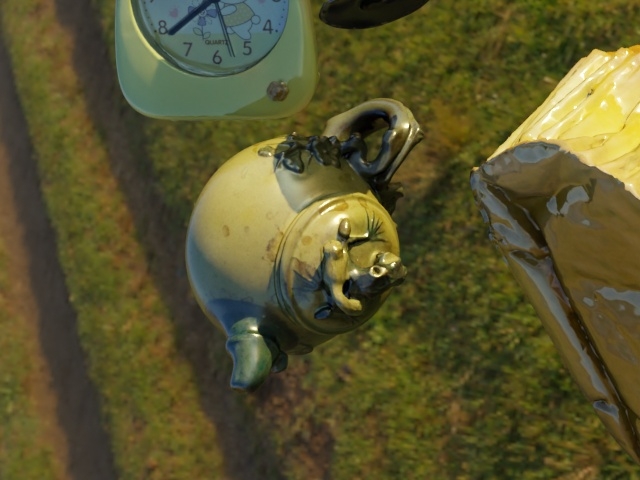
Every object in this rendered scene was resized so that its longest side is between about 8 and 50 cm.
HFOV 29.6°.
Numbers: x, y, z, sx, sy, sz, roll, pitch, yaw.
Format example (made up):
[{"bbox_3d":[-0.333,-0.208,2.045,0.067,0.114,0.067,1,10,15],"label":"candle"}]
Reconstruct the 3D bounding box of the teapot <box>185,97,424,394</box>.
[{"bbox_3d":[0.000,0.000,0.948,0.182,0.173,0.269,21,71,51],"label":"teapot"}]

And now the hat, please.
[{"bbox_3d":[0.046,-0.197,0.878,0.121,0.121,0.050,-33,79,49],"label":"hat"}]

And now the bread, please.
[{"bbox_3d":[0.232,0.016,0.733,0.156,0.288,0.204,-40,7,-23],"label":"bread"}]

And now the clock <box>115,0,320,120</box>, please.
[{"bbox_3d":[-0.087,-0.217,1.009,0.069,0.170,0.232,-69,-21,-68],"label":"clock"}]
